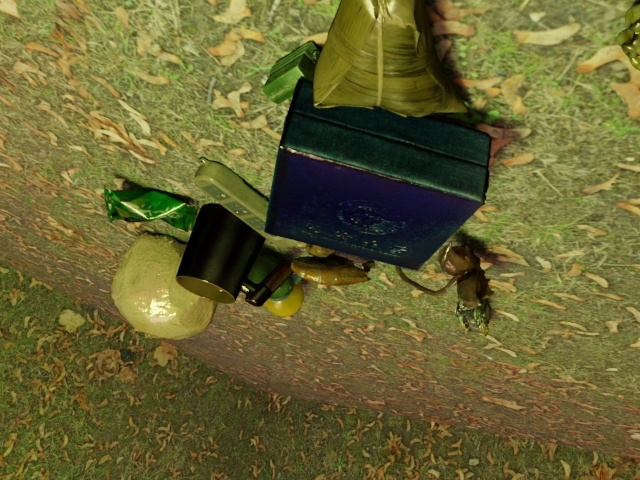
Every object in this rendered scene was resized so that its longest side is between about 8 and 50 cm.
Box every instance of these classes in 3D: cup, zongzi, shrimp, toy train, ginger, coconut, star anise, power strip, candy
[{"bbox_3d":[-0.192,0.040,1.245,0.239,0.177,0.166,10,154,19],"label":"cup"},{"bbox_3d":[0.111,-0.212,0.604,0.204,0.094,0.205,12,155,-10],"label":"zongzi"},{"bbox_3d":[0.028,0.056,1.238,0.187,0.132,0.052,7,116,-7],"label":"shrimp"},{"bbox_3d":[-0.035,-0.216,0.730,0.038,0.056,0.093,39,147,-30],"label":"toy train"},{"bbox_3d":[0.003,0.001,1.172,0.069,0.051,0.173,11,156,0],"label":"ginger"},{"bbox_3d":[-0.420,0.145,1.544,0.297,0.254,0.297,18,156,8],"label":"coconut"},{"bbox_3d":[0.335,0.153,1.223,0.060,0.081,0.202,8,160,26],"label":"toy train"},{"bbox_3d":[0.211,0.072,1.077,0.148,0.218,0.227,38,130,-21],"label":"star anise"},{"bbox_3d":[-0.143,-0.070,1.138,0.080,0.048,0.286,-7,143,43],"label":"power strip"},{"bbox_3d":[-0.386,-0.073,1.275,0.203,0.078,0.141,10,168,-9],"label":"candy"}]

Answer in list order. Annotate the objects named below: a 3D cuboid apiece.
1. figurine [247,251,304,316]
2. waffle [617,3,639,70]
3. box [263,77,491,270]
[{"bbox_3d":[-0.132,0.110,1.436,0.185,0.127,0.234,24,171,16],"label":"figurine"},{"bbox_3d":[0.381,-0.186,0.514,0.183,0.036,0.169,30,151,-27],"label":"waffle"},{"bbox_3d":[0.063,-0.071,0.801,0.261,0.116,0.279,13,158,-4],"label":"box"}]
